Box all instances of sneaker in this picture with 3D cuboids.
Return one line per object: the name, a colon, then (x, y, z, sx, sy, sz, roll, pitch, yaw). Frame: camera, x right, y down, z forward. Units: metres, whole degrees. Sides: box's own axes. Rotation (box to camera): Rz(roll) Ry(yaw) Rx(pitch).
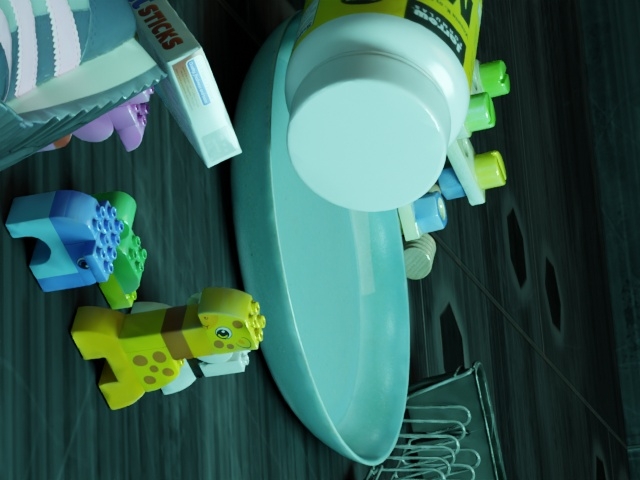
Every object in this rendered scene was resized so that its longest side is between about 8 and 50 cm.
sneaker: (-0.167, -0.085, 0.732, 0.131, 0.112, 0.319, 63, 15, -2)

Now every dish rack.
dish rack: (0.089, 0.231, 1.450, 0.271, 0.074, 0.208, -50, 128, -69)

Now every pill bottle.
pill bottle: (0.041, -0.118, 1.239, 0.208, 0.119, 0.119, -78, 154, -52)

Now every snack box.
snack box: (-0.086, -0.105, 0.980, 0.178, 0.022, 0.064, 54, -12, 54)

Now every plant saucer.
plant saucer: (0.000, 0.000, 1.326, 0.317, 0.043, 0.318, -9, 90, -73)

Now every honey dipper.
honey dipper: (0.091, -0.015, 1.670, 0.161, 0.030, 0.030, -71, 148, -62)

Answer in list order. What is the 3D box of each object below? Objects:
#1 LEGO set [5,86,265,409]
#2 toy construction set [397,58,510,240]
LEGO set: (-0.079, 0.014, 0.954, 0.087, 0.093, 0.227, -82, 157, -45)
toy construction set: (0.066, -0.184, 1.494, 0.215, 0.151, 0.328, -77, 164, -51)
